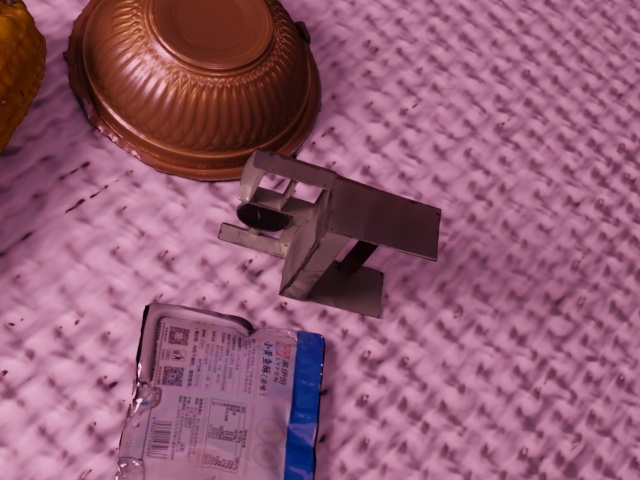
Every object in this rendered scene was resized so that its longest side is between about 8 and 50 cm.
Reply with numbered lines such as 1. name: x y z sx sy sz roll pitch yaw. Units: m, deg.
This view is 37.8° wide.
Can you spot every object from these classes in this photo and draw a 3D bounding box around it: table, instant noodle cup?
1. table: 0.000 0.000 0.850 0.175 0.146 0.062 15 60 -11
2. instant noodle cup: -0.116 -0.199 0.945 0.274 0.090 0.273 8 61 -15

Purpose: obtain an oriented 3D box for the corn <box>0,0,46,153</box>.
1. corn: -0.338 -0.073 0.790 0.121 0.120 0.363 21 61 -8

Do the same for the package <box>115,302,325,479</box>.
1. package: -0.082 0.144 0.821 0.173 0.027 0.171 13 58 -13
